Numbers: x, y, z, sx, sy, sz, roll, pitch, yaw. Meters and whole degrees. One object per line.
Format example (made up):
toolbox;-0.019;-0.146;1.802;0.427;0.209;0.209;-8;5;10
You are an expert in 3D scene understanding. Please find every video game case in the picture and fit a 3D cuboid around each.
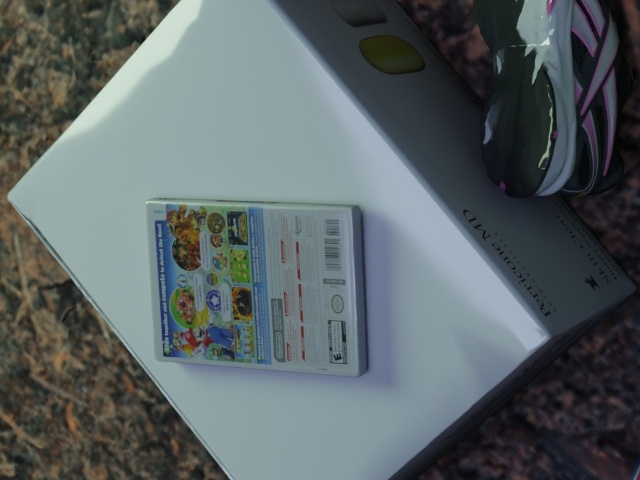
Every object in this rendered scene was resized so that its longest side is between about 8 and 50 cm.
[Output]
video game case;-0.034;0.023;0.964;0.122;0.011;0.087;3;102;27

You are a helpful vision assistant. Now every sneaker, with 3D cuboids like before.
sneaker;0.129;-0.104;0.995;0.072;0.077;0.178;-4;78;51

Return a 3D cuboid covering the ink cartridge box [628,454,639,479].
ink cartridge box;0.362;0.105;0.837;0.270;0.151;0.395;46;115;-2

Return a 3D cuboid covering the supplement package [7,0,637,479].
supplement package;0.000;0.000;1.032;0.204;0.145;0.262;-44;79;27
